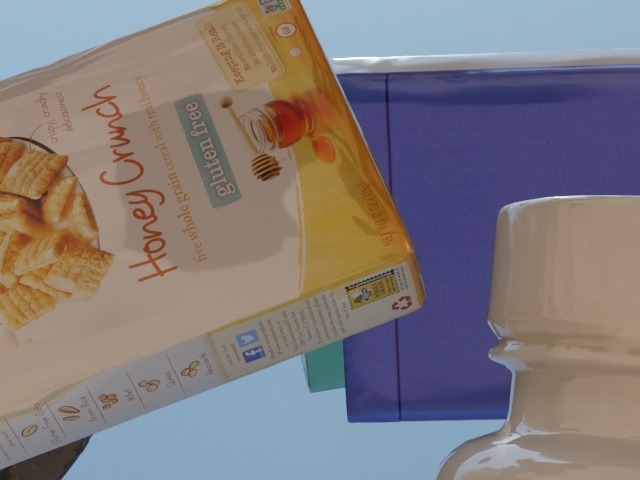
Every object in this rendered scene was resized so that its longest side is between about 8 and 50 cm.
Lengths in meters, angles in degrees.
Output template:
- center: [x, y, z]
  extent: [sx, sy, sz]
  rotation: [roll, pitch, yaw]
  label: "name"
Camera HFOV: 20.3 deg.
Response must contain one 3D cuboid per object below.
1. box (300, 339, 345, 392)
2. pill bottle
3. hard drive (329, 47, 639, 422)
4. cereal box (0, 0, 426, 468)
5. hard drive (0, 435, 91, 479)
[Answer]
- center: [0.000, 0.000, 1.492]
  extent: [0.060, 0.244, 0.100]
  rotation: [-9, -146, -4]
  label: "box"
- center: [0.090, 0.108, 0.471]
  extent: [0.131, 0.131, 0.229]
  rotation: [3, -95, 17]
  label: "pill bottle"
- center: [0.169, 0.000, 0.955]
  extent: [0.319, 0.210, 0.040]
  rotation: [-2, -152, 4]
  label: "hard drive"
- center: [-0.096, -0.004, 0.754]
  extent: [0.240, 0.047, 0.173]
  rotation: [-21, -127, -4]
  label: "cereal box"
- center: [-0.258, 0.132, 0.919]
  extent: [0.254, 0.172, 0.054]
  rotation: [-45, -158, 11]
  label: "hard drive"
